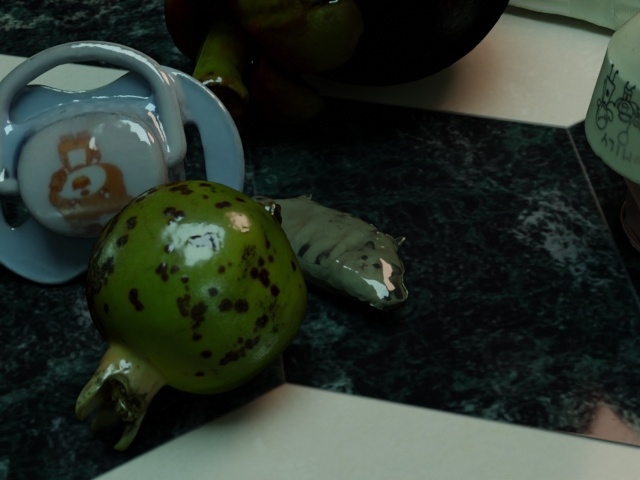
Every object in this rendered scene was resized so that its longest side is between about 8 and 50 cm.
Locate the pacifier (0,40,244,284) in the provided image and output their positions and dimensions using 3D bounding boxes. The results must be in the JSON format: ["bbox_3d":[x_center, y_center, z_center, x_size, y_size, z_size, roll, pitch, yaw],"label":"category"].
[{"bbox_3d":[-0.209,-0.076,1.808,0.279,0.227,0.207,-8,-4,5],"label":"pacifier"}]

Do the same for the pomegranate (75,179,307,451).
[{"bbox_3d":[-0.119,0.068,1.606,0.198,0.246,0.198,17,6,-2],"label":"pomegranate"}]

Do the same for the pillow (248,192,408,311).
[{"bbox_3d":[0.001,0.000,1.754,0.241,0.051,0.093,25,55,35],"label":"pillow"}]

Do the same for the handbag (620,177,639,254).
[{"bbox_3d":[0.370,-0.047,1.715,0.205,0.116,0.179,22,45,32],"label":"handbag"}]

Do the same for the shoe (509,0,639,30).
[{"bbox_3d":[0.368,-0.316,2.063,0.363,0.132,0.160,13,36,28],"label":"shoe"}]

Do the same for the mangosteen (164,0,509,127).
[{"bbox_3d":[0.012,-0.300,1.937,0.382,0.382,0.435,36,93,41],"label":"mangosteen"}]

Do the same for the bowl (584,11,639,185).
[{"bbox_3d":[0.358,-0.152,1.658,0.237,0.126,0.238,-4,35,3],"label":"bowl"}]
